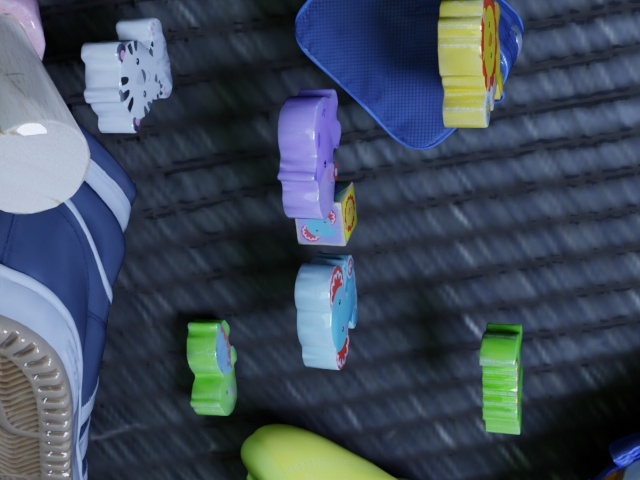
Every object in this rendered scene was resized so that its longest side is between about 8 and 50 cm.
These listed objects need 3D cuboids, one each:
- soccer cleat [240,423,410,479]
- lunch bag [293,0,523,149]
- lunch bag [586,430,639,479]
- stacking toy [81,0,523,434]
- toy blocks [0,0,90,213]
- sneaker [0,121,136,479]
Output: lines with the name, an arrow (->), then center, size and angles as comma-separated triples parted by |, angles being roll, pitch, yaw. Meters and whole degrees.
soccer cleat -> 0.079, 0.180, 0.564 | 0.289, 0.093, 0.121 | 44, 81, -10
lunch bag -> 0.045, -0.093, 0.474 | 0.098, 0.065, 0.067 | 44, 123, -10
lunch bag -> 0.348, 0.194, 0.489 | 0.328, 0.239, 0.385 | -34, 89, 11
stacking toy -> 0.000, 0.000, 0.474 | 0.167, 0.052, 0.221 | 1, 121, 18
toy blocks -> -0.165, -0.221, 0.340 | 0.288, 0.260, 0.309 | -49, 139, 15
sneaker -> -0.150, 0.061, 0.518 | 0.099, 0.153, 0.282 | 9, 139, -11
